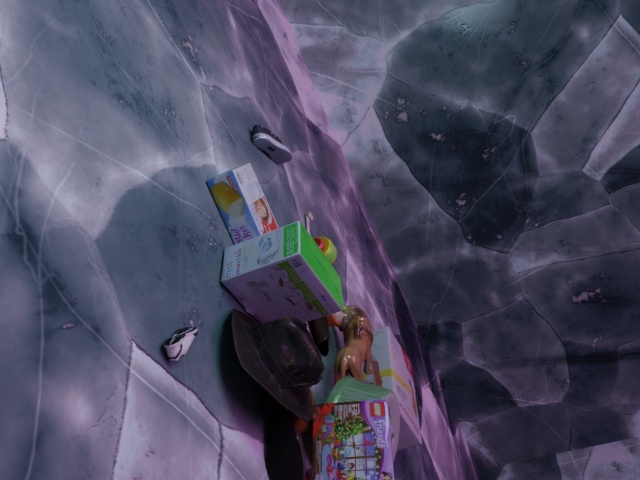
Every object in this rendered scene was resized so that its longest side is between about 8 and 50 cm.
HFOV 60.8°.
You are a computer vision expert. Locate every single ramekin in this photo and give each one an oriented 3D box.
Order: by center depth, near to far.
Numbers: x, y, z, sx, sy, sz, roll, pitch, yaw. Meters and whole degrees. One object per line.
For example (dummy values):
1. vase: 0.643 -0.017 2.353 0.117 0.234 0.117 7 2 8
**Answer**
1. ramekin: 0.122 0.558 1.577 0.303 0.148 0.304 -14 106 -63

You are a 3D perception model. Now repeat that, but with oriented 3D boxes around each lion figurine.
1. lion figurine: 0.110 0.390 1.862 0.392 0.142 0.240 -72 159 -74

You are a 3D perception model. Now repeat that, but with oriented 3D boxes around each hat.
1. hat: -0.076 0.272 1.339 0.331 0.134 0.331 52 8 -10

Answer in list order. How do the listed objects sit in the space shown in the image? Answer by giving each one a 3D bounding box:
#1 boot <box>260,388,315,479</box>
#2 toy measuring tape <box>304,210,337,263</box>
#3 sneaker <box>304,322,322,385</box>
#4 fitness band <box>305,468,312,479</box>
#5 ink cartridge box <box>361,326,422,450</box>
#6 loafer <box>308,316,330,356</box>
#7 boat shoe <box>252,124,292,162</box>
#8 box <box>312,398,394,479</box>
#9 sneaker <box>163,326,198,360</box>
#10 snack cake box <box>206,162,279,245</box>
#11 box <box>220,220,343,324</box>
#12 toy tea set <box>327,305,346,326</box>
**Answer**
1. boot: -0.064 0.506 1.413 0.280 0.096 0.264 46 21 -68
2. toy measuring tape: 0.000 0.000 2.062 0.121 0.121 0.330 54 23 -41
3. sneaker: -0.049 0.320 1.633 0.106 0.078 0.234 57 12 -72
4. fitness band: 0.005 0.709 1.395 0.291 0.054 0.209 50 26 -45
5. ink cartridge box: 0.259 0.580 2.126 0.279 0.160 0.385 58 21 -35
6. loafer: -0.001 0.277 1.694 0.078 0.080 0.220 40 -28 45
7. boat shoe: -0.178 -0.355 1.989 0.228 0.080 0.076 24 50 -57
8. box: 0.081 0.550 1.362 0.057 0.200 0.293 77 9 -48
9. sneaker: -0.284 0.209 1.112 0.109 0.040 0.044 -40 126 -68
10. snack cake box: -0.208 -0.077 1.558 0.152 0.089 0.264 -53 122 -72
11. box: -0.097 0.108 1.451 0.262 0.231 0.127 54 24 -41
12. toy tea set: -0.014 0.187 1.792 0.336 0.124 0.200 23 50 -67
